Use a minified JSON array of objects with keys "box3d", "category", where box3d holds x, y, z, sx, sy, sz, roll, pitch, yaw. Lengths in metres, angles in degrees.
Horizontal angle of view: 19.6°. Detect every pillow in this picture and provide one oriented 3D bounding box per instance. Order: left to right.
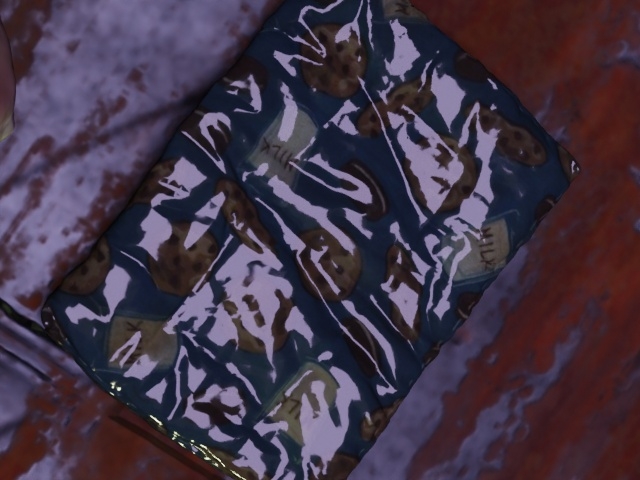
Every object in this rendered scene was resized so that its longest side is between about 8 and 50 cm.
[{"box3d":[-0.002,0.000,0.958,0.189,0.034,0.255,39,87,-17],"category":"pillow"}]

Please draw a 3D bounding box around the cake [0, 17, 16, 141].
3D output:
[{"box3d":[-0.291,-0.107,0.766,0.237,0.230,0.309,-38,105,-9],"category":"cake"}]
